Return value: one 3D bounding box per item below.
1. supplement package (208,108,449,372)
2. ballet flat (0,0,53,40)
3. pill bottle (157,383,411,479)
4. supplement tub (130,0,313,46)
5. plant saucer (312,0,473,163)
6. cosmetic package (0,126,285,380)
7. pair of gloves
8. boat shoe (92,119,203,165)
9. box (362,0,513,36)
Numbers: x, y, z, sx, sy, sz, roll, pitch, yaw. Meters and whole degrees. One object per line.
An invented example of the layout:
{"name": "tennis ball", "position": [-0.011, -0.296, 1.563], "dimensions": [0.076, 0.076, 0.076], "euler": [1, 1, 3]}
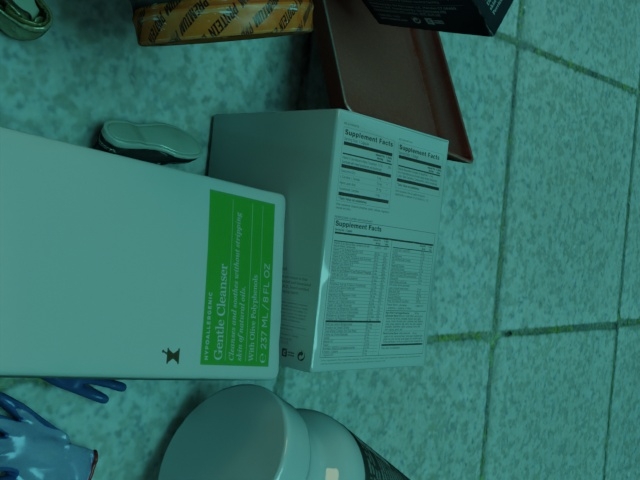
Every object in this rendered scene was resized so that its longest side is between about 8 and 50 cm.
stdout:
{"name": "supplement package", "position": [0.000, 0.000, 0.910], "dimensions": [0.198, 0.199, 0.262], "euler": [6, 90, -47]}
{"name": "ballet flat", "position": [-0.296, -0.244, 0.687], "dimensions": [0.168, 0.052, 0.057], "euler": [46, 62, -38]}
{"name": "pill bottle", "position": [-0.005, 0.325, 0.934], "dimensions": [0.363, 0.210, 0.210], "euler": [47, 62, -38]}
{"name": "supplement tub", "position": [-0.094, -0.325, 0.651], "dimensions": [0.193, 0.193, 0.316], "euler": [-17, 108, -43]}
{"name": "plant saucer", "position": [0.079, -0.230, 1.017], "dimensions": [0.258, 0.048, 0.259], "euler": [14, 58, -46]}
{"name": "cosmetic package", "position": [-0.215, 0.027, 0.715], "dimensions": [0.365, 0.155, 0.197], "euler": [10, 79, -47]}
{"name": "pair of gloves", "position": [-0.266, 0.156, 0.782], "dimensions": [0.159, 0.023, 0.198], "euler": [32, 67, -41]}
{"name": "boat shoe", "position": [-0.179, -0.096, 0.834], "dimensions": [0.125, 0.038, 0.046], "euler": [-3, 55, -51]}
{"name": "box", "position": [0.132, -0.457, 0.855], "dimensions": [0.312, 0.179, 0.343], "euler": [40, 76, -48]}
